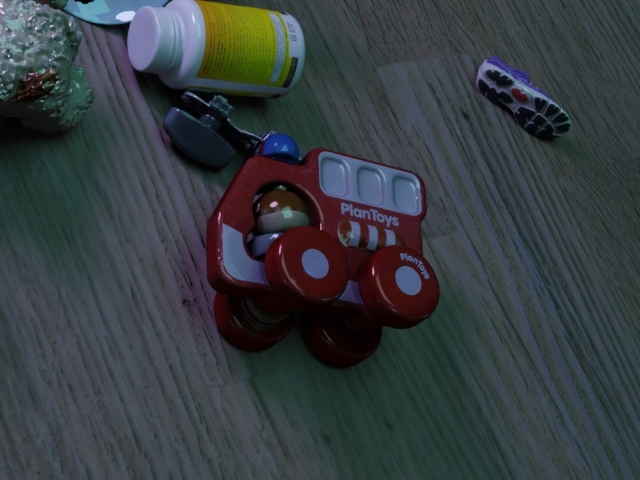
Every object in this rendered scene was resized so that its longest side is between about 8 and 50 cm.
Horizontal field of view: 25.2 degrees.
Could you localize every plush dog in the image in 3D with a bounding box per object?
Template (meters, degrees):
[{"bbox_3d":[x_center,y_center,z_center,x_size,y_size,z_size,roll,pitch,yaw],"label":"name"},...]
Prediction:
[{"bbox_3d":[-0.352,-0.253,1.609,0.262,0.211,0.225,3,81,-32],"label":"plush dog"}]

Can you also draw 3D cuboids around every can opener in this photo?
[{"bbox_3d":[-0.074,-0.101,1.848,0.280,0.074,0.093,32,84,-14],"label":"can opener"}]

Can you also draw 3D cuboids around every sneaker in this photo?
[{"bbox_3d":[0.319,-0.226,2.196,0.170,0.068,0.071,39,42,-9],"label":"sneaker"}]

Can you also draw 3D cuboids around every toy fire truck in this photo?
[{"bbox_3d":[0.000,0.000,1.747,0.302,0.169,0.253,13,59,-27],"label":"toy fire truck"}]

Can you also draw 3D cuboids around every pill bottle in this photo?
[{"bbox_3d":[-0.135,-0.249,1.849,0.215,0.117,0.117,2,62,-35],"label":"pill bottle"}]

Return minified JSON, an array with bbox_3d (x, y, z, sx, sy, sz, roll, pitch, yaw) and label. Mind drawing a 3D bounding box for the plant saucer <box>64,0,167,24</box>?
[{"bbox_3d":[-0.266,-0.370,1.806,0.195,0.195,0.037,24,23,-22],"label":"plant saucer"}]
